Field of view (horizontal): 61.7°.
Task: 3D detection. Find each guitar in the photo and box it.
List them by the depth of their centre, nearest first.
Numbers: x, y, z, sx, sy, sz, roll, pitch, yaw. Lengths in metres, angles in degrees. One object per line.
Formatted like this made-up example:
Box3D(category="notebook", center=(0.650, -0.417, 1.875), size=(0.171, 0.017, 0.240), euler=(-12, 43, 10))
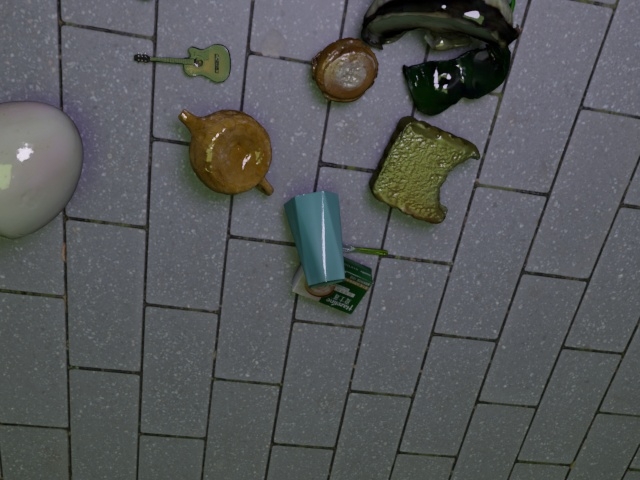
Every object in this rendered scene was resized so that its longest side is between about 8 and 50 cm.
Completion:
Box3D(category="guitar", center=(-0.334, -0.437, 1.305), size=(0.233, 0.025, 0.088), euler=(2, 114, -4))

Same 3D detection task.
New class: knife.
Box3D(category="knife", center=(0.107, 0.024, 1.544), size=(0.184, 0.026, 0.022), euler=(7, 153, -10))

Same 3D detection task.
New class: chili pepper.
Box3D(category="chili pepper", center=(0.352, -0.399, 1.321), size=(0.264, 0.116, 0.148), euler=(-18, 120, 4))

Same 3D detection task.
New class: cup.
Box3D(category="cup", center=(0.000, 0.000, 1.404), size=(0.134, 0.148, 0.236), euler=(-8, 78, -26))

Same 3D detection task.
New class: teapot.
Box3D(category="teapot", center=(-0.231, -0.218, 1.347), size=(0.203, 0.167, 0.311), euler=(-54, 130, -7))

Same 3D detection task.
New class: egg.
Box3D(category="egg", center=(-0.717, -0.175, 1.257), size=(0.283, 0.283, 0.345), euler=(42, 92, -19))

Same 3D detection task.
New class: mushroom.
Box3D(category="mushroom", center=(0.259, -0.503, 1.191), size=(0.247, 0.344, 0.130), euler=(6, 97, -53))

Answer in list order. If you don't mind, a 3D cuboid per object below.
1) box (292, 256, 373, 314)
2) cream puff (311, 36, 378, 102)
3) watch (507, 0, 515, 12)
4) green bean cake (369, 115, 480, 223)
Box3D(category="box", center=(0.034, 0.112, 1.538), size=(0.199, 0.081, 0.135), euler=(24, 119, -11))
Box3D(category="cream puff", center=(0.057, -0.415, 1.294), size=(0.165, 0.115, 0.150), euler=(4, 121, -16))
Box3D(category="watch", center=(0.364, -0.567, 1.260), size=(0.165, 0.131, 0.152), euler=(-13, 133, -3))
Box3D(category="green bean cake", center=(0.267, -0.186, 1.406), size=(0.233, 0.124, 0.236), euler=(22, 110, -12))
